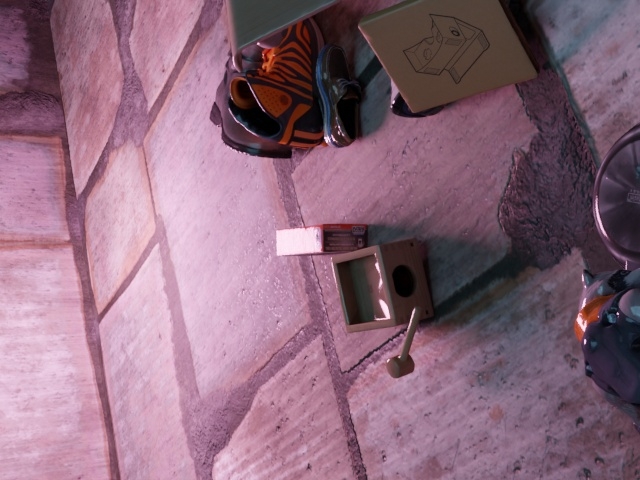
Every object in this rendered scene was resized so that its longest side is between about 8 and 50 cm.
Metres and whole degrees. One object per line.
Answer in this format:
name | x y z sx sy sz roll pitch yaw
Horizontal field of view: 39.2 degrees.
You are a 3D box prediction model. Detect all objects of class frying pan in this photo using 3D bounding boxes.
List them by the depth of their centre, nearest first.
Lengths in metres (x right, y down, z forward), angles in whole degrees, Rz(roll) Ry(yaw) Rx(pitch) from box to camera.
frying pan | 0.362 0.005 1.050 0.197 0.053 0.326 53 130 47

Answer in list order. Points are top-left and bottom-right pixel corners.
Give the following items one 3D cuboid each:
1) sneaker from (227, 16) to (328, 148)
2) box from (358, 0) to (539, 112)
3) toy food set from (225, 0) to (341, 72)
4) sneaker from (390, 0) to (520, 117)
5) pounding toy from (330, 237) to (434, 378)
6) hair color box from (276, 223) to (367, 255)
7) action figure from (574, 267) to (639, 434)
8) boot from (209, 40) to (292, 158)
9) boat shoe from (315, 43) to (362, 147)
sneaker | -0.087 -0.318 1.666 0.124 0.180 0.321 -50 49 48
box | 0.172 -0.264 1.221 0.201 0.164 0.021 -11 39 38
toy food set | -0.035 -0.443 1.563 0.306 0.092 0.219 -21 61 23
sneaker | 0.176 -0.309 1.306 0.297 0.111 0.129 -48 44 47
pounding toy | 0.125 0.106 1.408 0.181 0.094 0.205 -17 85 53
hair color box | 0.000 0.000 1.606 0.167 0.093 0.053 -3 87 59
action figure | 0.360 0.099 0.872 0.330 0.179 0.341 -125 40 -61
boot | -0.136 -0.307 1.812 0.338 0.118 0.222 43 124 51
boat shoe | 0.041 -0.256 1.577 0.066 0.066 0.183 1 100 54
